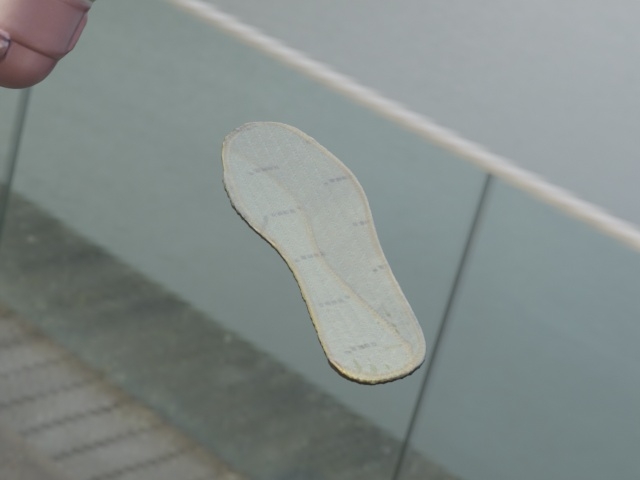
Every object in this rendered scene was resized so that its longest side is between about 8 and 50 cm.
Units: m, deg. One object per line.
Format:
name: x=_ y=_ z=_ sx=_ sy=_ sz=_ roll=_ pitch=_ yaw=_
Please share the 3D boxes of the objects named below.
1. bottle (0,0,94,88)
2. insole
bottle: x=-0.160 y=-0.216 z=1.149 sx=0.120 sy=0.253 sz=0.120 roll=27 pitch=5 yaw=-3
insole: x=0.000 y=0.000 z=1.633 sx=0.119 sy=0.009 sz=0.348 roll=-14 pitch=45 yaw=-13
